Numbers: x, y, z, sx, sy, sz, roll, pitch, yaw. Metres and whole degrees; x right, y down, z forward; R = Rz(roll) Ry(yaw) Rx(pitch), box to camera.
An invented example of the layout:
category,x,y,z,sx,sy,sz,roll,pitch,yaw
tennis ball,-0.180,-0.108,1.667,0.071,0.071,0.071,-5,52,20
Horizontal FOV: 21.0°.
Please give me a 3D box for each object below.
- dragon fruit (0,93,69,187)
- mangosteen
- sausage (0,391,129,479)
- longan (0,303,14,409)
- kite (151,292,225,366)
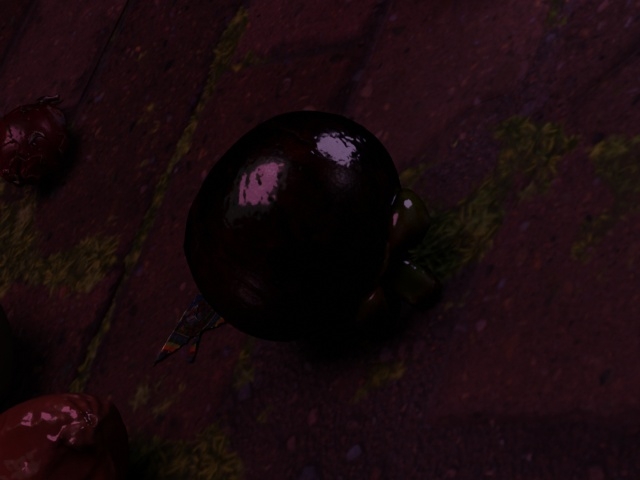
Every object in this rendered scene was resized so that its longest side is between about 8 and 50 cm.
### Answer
category,x,y,z,sx,sy,sz,roll,pitch,yaw
dragon fruit,-0.350,-0.140,2.129,0.094,0.094,0.190,-31,28,25
mangosteen,-0.012,0.000,1.548,0.216,0.216,0.216,-28,40,27
sausage,-0.287,0.236,1.668,0.254,0.148,0.148,-26,41,22
longan,-0.457,0.118,1.866,0.258,0.258,0.258,-28,40,27
kite,-0.124,0.085,1.742,0.122,0.004,0.090,-26,41,30
